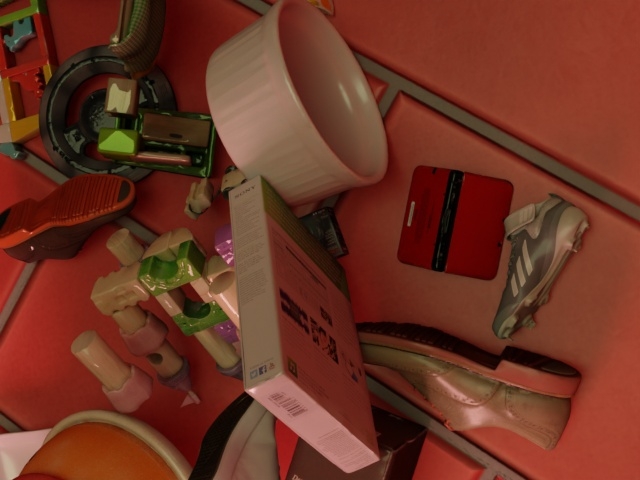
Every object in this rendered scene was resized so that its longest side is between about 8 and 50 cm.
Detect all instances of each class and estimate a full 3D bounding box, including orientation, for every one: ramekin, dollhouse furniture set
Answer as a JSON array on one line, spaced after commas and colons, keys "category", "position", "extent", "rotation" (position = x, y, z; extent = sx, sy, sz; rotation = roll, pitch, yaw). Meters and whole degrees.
[{"category": "ramekin", "position": [-0.034, -0.180, 1.369], "extent": [0.135, 0.277, 0.277], "rotation": [-23, 81, 25]}, {"category": "dollhouse furniture set", "position": [-0.218, -0.255, 1.451], "extent": [0.151, 0.197, 0.301], "rotation": [7, 87, -4]}]

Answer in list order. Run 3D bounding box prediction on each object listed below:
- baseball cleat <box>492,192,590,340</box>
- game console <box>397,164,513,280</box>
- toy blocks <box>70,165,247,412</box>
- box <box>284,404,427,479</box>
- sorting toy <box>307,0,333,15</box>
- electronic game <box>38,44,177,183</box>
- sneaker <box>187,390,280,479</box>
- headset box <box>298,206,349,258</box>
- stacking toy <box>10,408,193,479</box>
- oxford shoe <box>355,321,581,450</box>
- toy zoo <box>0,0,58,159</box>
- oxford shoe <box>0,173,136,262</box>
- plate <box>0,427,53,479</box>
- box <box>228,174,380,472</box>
[{"category": "baseball cleat", "position": [0.278, 0.032, 1.366], "extent": [0.109, 0.072, 0.205], "rotation": [38, 96, 30]}, {"category": "game console", "position": [0.188, -0.026, 1.418], "extent": [0.124, 0.085, 0.143], "rotation": [13, 93, 50]}, {"category": "toy blocks", "position": [-0.152, 0.105, 1.455], "extent": [0.289, 0.309, 0.260], "rotation": [-23, 125, 18]}, {"category": "box", "position": [0.011, 0.423, 1.374], "extent": [0.143, 0.191, 0.381], "rotation": [21, 95, 19]}, {"category": "sorting toy", "position": [-0.025, -0.371, 1.494], "extent": [0.083, 0.045, 0.075], "rotation": [-5, 68, 19]}, {"category": "electronic game", "position": [-0.337, -0.195, 1.584], "extent": [0.229, 0.048, 0.229], "rotation": [0, 90, 10]}, {"category": "sneaker", "position": [-0.101, 0.310, 1.396], "extent": [0.106, 0.290, 0.123], "rotation": [-37, 104, 29]}, {"category": "headset box", "position": [0.000, 0.000, 1.473], "extent": [0.062, 0.032, 0.083], "rotation": [-22, 80, 17]}, {"category": "stacking toy", "position": [-0.392, 0.449, 1.289], "extent": [0.351, 0.480, 0.350], "rotation": [8, 105, 31]}, {"category": "oxford shoe", "position": [0.168, 0.195, 1.365], "extent": [0.348, 0.123, 0.130], "rotation": [14, 100, 21]}, {"category": "toy zoo", "position": [-0.524, -0.276, 1.665], "extent": [0.192, 0.030, 0.293], "rotation": [-14, 84, 18]}, {"category": "oxford shoe", "position": [-0.390, -0.030, 1.581], "extent": [0.272, 0.098, 0.096], "rotation": [-14, 46, 25]}, {"category": "plate", "position": [-0.395, 0.430, 1.592], "extent": [0.277, 0.045, 0.277], "rotation": [-12, 85, 18]}, {"category": "box", "position": [-0.023, 0.101, 1.256], "extent": [0.059, 0.232, 0.322], "rotation": [-25, 44, 18]}]
